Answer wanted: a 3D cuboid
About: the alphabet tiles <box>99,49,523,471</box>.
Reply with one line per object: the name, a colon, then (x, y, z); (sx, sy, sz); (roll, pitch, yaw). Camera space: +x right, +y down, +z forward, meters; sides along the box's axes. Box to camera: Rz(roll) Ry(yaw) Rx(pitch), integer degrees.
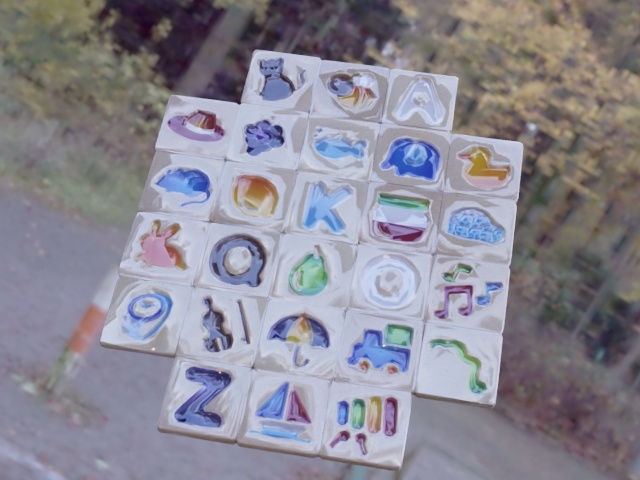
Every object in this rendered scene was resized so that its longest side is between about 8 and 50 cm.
alphabet tiles: (0.000, 0.000, 0.951); (0.285, 0.343, 0.011); (8, -31, 6)
